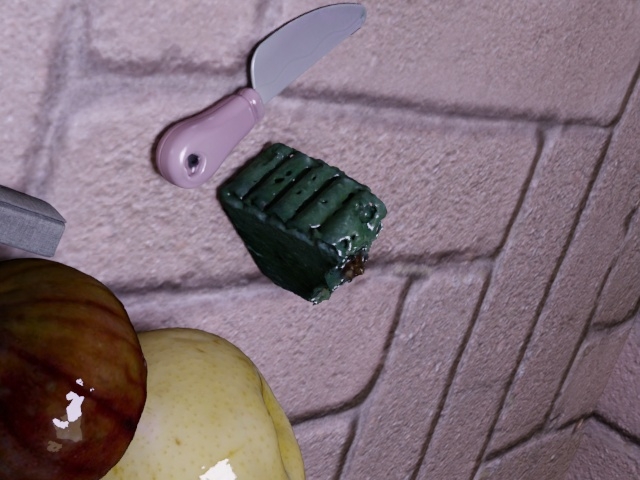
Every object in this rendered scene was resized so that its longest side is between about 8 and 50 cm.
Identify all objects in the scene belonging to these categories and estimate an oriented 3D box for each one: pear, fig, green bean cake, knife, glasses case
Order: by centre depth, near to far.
[{"bbox_3d":[-0.318,-0.038,0.910,0.205,0.070,0.047,25,91,-55],"label":"glasses case"},{"bbox_3d":[-0.275,0.129,0.953,0.235,0.235,0.214,-59,160,0],"label":"fig"},{"bbox_3d":[-0.168,0.251,1.129,0.309,0.309,0.309,-31,137,-34],"label":"pear"},{"bbox_3d":[-0.061,-0.182,1.167,0.336,0.043,0.081,-48,138,-26],"label":"knife"},{"bbox_3d":[0.000,0.000,1.236,0.107,0.193,0.208,-50,147,-22],"label":"green bean cake"}]
